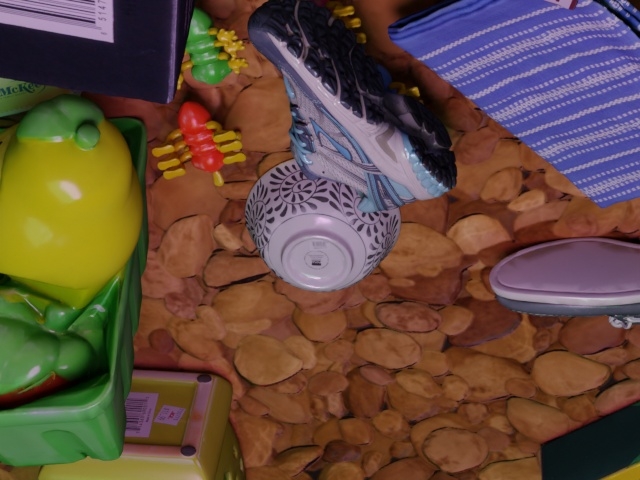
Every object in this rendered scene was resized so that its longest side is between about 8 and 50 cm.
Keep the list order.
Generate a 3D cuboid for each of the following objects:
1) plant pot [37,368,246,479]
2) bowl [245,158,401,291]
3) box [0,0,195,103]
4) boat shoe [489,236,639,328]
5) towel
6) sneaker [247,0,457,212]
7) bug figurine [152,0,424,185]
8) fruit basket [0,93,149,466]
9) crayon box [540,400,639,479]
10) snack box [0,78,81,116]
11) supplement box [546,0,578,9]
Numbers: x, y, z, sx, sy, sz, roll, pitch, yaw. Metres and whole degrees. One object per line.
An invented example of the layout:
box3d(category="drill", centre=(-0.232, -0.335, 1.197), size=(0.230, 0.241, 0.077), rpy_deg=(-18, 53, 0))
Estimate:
box3d(category="plant pot", centre=(-0.209, 0.276, 2.015), size=(0.227, 0.228, 0.207), rpy_deg=(4, 123, 4))
box3d(category="bowl", centre=(0.000, 0.000, 1.860), size=(0.170, 0.080, 0.170), rpy_deg=(3, 129, 3))
box3d(category="box", centre=(-0.177, -0.358, 1.345), size=(0.212, 0.395, 0.293), rpy_deg=(10, 151, -1))
box3d(category="boat shoe", centre=(0.340, 0.062, 1.851), size=(0.319, 0.116, 0.099), rpy_deg=(-3, 124, 2))
box3d(category="towel", centre=(0.252, -0.140, 1.673), size=(0.336, 0.040, 0.243), rpy_deg=(35, 149, -28))
box3d(category="sneaker", centre=(0.009, -0.113, 1.664), size=(0.122, 0.110, 0.283), rpy_deg=(-27, 130, 26))
box3d(category="bug figurine", centre=(-0.042, -0.157, 1.743), size=(0.279, 0.072, 0.216), rpy_deg=(-11, 133, 8))
box3d(category="fruit basket", centre=(-0.291, 0.008, 1.714), size=(0.283, 0.392, 0.392), rpy_deg=(-5, 127, 10))
box3d(category="crayon box", centre=(0.487, 0.321, 2.043), size=(0.313, 0.106, 0.363), rpy_deg=(-29, 120, 24))
box3d(category="snack box", centre=(-0.418, -0.199, 1.759), size=(0.322, 0.060, 0.187), rpy_deg=(-11, 125, 14))
box3d(category="supplement box", centre=(0.167, -0.301, 1.502), size=(0.130, 0.239, 0.073), rpy_deg=(15, 128, -6))
